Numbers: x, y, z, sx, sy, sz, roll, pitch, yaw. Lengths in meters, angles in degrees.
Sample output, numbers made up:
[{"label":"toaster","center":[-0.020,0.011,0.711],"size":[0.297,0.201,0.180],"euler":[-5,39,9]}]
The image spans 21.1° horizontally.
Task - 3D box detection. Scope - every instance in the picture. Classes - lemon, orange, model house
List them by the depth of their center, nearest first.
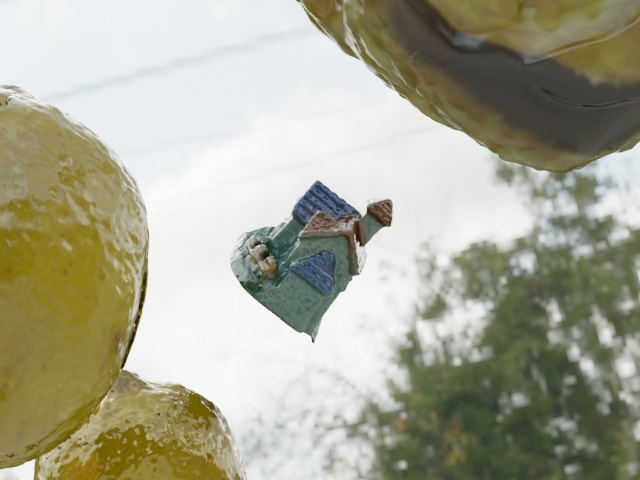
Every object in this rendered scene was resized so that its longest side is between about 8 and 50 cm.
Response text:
[{"label":"orange","center":[0.073,-0.218,0.820],"size":[0.271,0.369,0.210],"euler":[-37,14,-11]},{"label":"lemon","center":[-0.255,0.032,1.248],"size":[0.258,0.310,0.258],"euler":[5,-29,3]},{"label":"lemon","center":[-0.160,0.225,1.541],"size":[0.192,0.192,0.231],"euler":[-11,-73,3]},{"label":"model house","center":[0.000,0.000,1.682],"size":[0.149,0.119,0.148],"euler":[-48,4,11]}]
